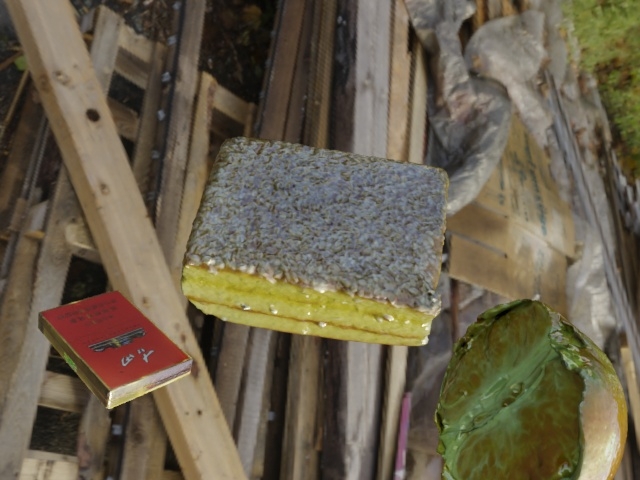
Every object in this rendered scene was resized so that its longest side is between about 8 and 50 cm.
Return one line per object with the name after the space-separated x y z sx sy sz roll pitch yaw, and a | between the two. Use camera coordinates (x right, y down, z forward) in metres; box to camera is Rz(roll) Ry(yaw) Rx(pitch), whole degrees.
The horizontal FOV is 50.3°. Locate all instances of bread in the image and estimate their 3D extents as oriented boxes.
0.000 0.000 0.658 0.110 0.234 0.184 101 -1 -49 | bread

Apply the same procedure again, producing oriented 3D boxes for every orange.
0.285 0.234 0.910 0.334 0.196 0.262 -83 -165 -72 | orange

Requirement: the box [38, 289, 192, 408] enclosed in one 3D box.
-0.197 0.098 0.652 0.090 0.133 0.023 -17 131 -43 | box
